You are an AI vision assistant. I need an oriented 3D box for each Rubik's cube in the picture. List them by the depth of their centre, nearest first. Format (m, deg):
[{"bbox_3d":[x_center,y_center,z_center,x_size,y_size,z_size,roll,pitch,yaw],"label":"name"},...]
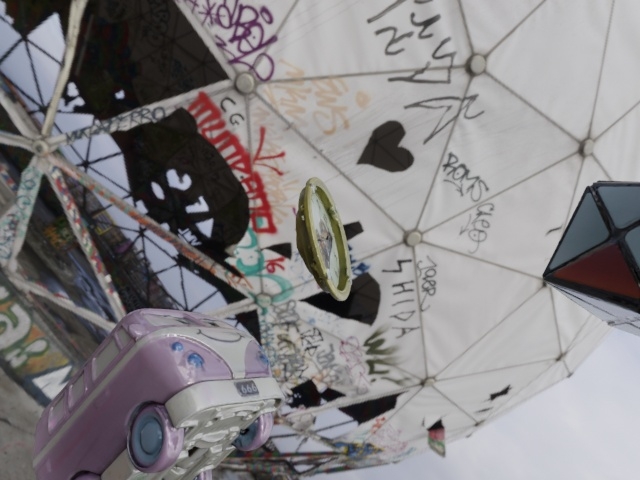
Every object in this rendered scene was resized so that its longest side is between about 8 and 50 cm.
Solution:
[{"bbox_3d":[0.638,0.048,0.854,0.246,0.248,0.250,31,-2,-20],"label":"Rubik's cube"}]

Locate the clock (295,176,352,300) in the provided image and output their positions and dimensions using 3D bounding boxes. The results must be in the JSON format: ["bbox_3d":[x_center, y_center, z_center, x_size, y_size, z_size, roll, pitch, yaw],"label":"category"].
[{"bbox_3d":[0.000,0.000,0.823,0.237,0.057,0.237,-13,90,-74],"label":"clock"}]

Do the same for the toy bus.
[{"bbox_3d":[-0.150,0.160,0.414,0.142,0.202,0.142,25,23,-54],"label":"toy bus"}]
